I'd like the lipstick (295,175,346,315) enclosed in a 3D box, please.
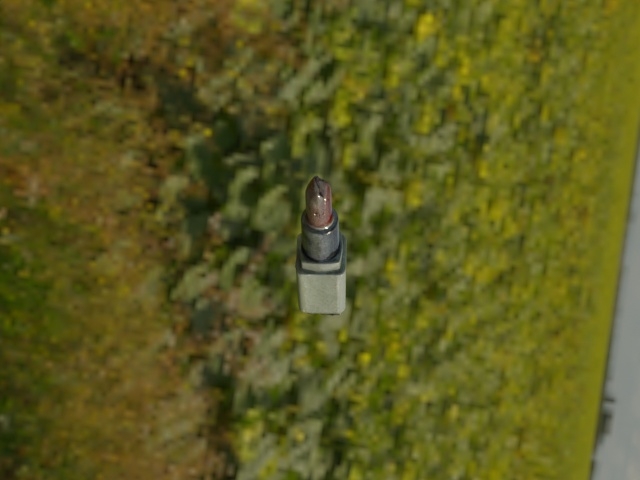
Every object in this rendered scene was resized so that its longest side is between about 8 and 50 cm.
[{"bbox_3d":[0.000,0.000,0.848,0.107,0.025,0.025,88,3,-58],"label":"lipstick"}]
